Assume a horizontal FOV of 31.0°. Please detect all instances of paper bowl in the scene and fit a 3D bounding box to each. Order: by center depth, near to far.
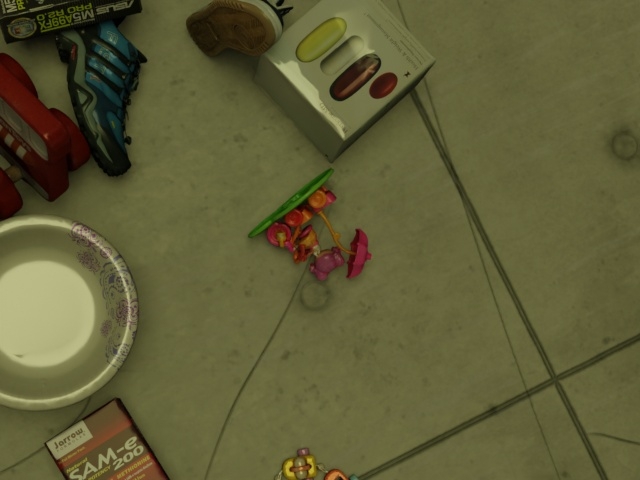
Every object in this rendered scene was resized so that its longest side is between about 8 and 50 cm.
[{"bbox_3d":[-0.417,0.107,1.708,0.284,0.148,0.284,1,86,-15],"label":"paper bowl"}]

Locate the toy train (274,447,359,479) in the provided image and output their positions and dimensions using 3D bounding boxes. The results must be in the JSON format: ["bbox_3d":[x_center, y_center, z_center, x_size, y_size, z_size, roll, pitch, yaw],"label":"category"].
[{"bbox_3d":[-0.024,0.394,1.776,0.166,0.046,0.125,-35,87,-12],"label":"toy train"}]

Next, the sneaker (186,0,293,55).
[{"bbox_3d":[-0.095,-0.362,1.783,0.153,0.282,0.099,-37,111,-19],"label":"sneaker"}]

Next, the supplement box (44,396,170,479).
[{"bbox_3d":[-0.296,0.370,1.730,0.130,0.073,0.239,-33,86,-11],"label":"supplement box"}]

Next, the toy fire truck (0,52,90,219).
[{"bbox_3d":[-0.472,-0.194,1.683,0.169,0.254,0.302,-40,79,-25],"label":"toy fire truck"}]

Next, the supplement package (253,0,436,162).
[{"bbox_3d":[0.034,-0.273,1.840,0.203,0.149,0.194,-43,89,-13],"label":"supplement package"}]

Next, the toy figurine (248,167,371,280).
[{"bbox_3d":[0.000,0.000,1.822,0.173,0.130,0.159,-38,97,10],"label":"toy figurine"}]

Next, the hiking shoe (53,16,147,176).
[{"bbox_3d":[-0.330,-0.252,1.805,0.132,0.113,0.304,-15,83,-9],"label":"hiking shoe"}]

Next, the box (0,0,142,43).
[{"bbox_3d":[-0.416,-0.446,1.803,0.216,0.060,0.270,-16,60,-10],"label":"box"}]

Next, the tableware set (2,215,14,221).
[{"bbox_3d":[-0.546,0.015,1.773,0.128,0.039,0.194,8,86,-18],"label":"tableware set"}]
